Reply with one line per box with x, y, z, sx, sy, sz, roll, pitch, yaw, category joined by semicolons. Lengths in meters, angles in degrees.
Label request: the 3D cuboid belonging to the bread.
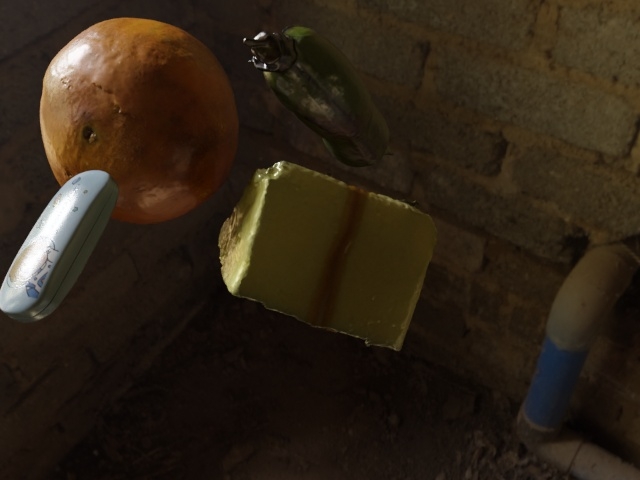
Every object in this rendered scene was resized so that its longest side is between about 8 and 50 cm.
0.000;0.000;0.966;0.263;0.199;0.236;21;4;-15;bread

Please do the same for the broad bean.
0.019;-0.109;0.592;0.077;0.339;0.061;44;95;17;broad bean

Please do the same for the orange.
-0.253;-0.161;0.952;0.283;0.284;0.226;12;15;16;orange

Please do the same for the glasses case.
-0.266;0.002;0.704;0.067;0.045;0.179;1;56;29;glasses case
